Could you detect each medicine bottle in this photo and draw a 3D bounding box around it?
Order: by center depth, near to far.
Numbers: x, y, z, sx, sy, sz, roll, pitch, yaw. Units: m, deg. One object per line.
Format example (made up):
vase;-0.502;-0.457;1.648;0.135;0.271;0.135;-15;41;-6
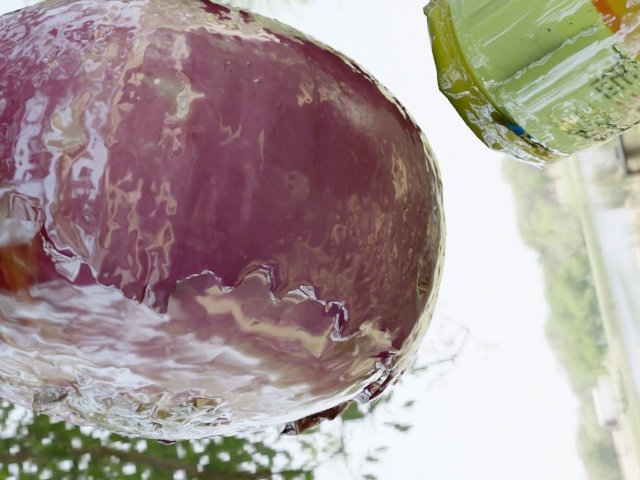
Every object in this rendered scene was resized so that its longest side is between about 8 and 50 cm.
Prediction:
medicine bottle;0.153;-0.122;0.485;0.124;0.239;0.124;22;-127;-32

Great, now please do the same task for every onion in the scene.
onion;-0.100;-0.019;0.703;0.345;0.358;0.358;-92;-16;-47
